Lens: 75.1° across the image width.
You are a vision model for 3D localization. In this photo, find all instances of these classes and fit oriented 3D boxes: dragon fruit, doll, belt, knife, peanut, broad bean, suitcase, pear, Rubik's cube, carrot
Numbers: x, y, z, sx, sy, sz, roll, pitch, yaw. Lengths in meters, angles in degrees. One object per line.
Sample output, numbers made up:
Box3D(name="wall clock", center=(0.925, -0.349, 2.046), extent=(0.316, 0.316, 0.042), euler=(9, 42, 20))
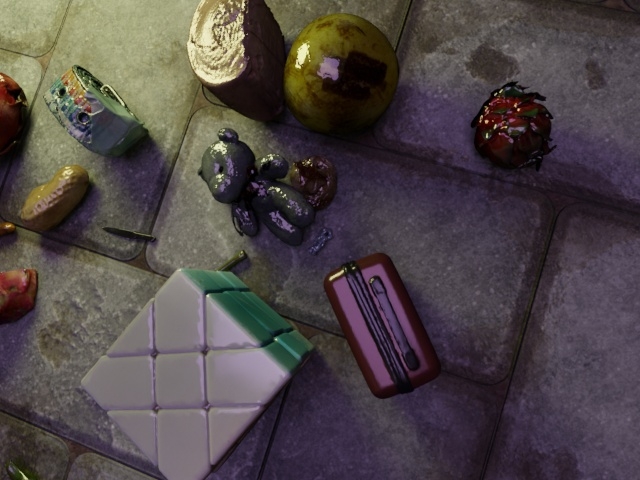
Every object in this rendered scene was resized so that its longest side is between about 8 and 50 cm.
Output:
Box3D(name="dragon fruit", center=(-0.976, -0.338, 1.156), extent=(0.315, 0.250, 0.250), euler=(-32, 80, -13))
Box3D(name="doll", center=(-0.173, -0.119, 1.032), extent=(0.340, 0.158, 0.246), euler=(47, 129, 10))
Box3D(name="belt", center=(-0.597, -0.339, 1.108), extent=(0.150, 0.207, 0.257), euler=(-43, 72, 4))
Box3D(name="knife", center=(-0.537, -0.018, 1.163), extent=(0.170, 0.010, 0.023), euler=(12, 80, 11))
Box3D(name="peanut", center=(-0.738, -0.121, 1.159), extent=(0.226, 0.095, 0.108), euler=(-45, 84, 1))
Box3D(name="broad bean", center=(-0.741, 0.698, 1.097), extent=(0.060, 0.043, 0.297), euler=(-40, 81, 12))
Box3D(name="suitcase", center=(0.133, 0.181, 0.932), extent=(0.161, 0.236, 0.296), euler=(-24, 82, 4))
Box3D(name="pear", center=(0.049, -0.385, 0.996), extent=(0.284, 0.283, 0.283), euler=(-1, 84, 8))
Box3D(name="dragon fruit", center=(-0.920, 0.174, 1.120), extent=(0.274, 0.161, 0.126), euler=(-22, 79, 3))
Box3D(name="Rubik's cube", center=(-0.242, 0.279, 0.936), extent=(0.322, 0.316, 0.318), euler=(40, 90, 11))
Box3D(name="carrot", center=(-0.981, -0.028, 1.205), extent=(0.210, 0.061, 0.061), euler=(-5, 83, 3))
Box3D(name="dragon fruit", center=(0.449, -0.258, 0.974), extent=(0.183, 0.182, 0.188), euler=(-11, 73, 7))

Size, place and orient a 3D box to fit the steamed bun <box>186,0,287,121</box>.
Box3D(name="steamed bun", center=(-0.211, -0.462, 1.048), extent=(0.199, 0.251, 0.300), euler=(-3, 79, 17))

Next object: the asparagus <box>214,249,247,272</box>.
Box3D(name="asparagus", center=(-0.297, 0.108, 1.109), extent=(0.249, 0.025, 0.024), euler=(-38, 123, 2))

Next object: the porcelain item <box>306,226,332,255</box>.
Box3D(name="porcelain item", center=(0.000, 0.000, 1.077), extent=(0.036, 0.028, 0.083), euler=(40, 89, -7))

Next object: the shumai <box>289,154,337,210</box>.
Box3D(name="shumai", center=(-0.022, -0.143, 1.069), extent=(0.123, 0.105, 0.139), euler=(16, 112, 6))
